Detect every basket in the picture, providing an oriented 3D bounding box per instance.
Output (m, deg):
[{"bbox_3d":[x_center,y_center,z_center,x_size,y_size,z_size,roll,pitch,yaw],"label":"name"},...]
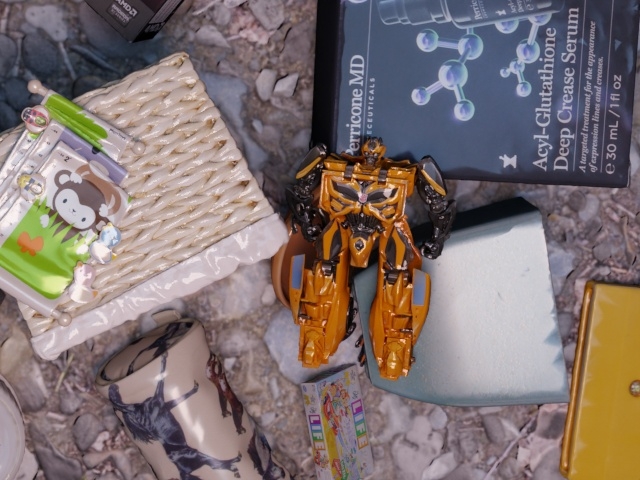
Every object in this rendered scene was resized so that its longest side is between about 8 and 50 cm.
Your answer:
[{"bbox_3d":[-0.245,-0.049,1.791,0.331,0.328,0.266,-25,96,-5],"label":"basket"}]

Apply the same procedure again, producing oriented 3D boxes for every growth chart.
[{"bbox_3d":[-0.295,-0.038,1.617,0.172,0.021,0.237,25,87,-6],"label":"growth chart"}]

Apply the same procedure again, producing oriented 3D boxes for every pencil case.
[{"bbox_3d":[-0.130,0.291,1.920,0.160,0.183,0.410,-30,99,23],"label":"pencil case"}]

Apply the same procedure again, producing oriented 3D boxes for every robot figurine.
[{"bbox_3d":[0.054,0.019,1.766,0.211,0.085,0.291,6,109,10],"label":"robot figurine"}]

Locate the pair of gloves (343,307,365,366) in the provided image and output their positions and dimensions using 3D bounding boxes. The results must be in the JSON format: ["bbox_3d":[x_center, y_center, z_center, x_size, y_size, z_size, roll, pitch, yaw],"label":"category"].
[{"bbox_3d":[0.048,0.130,2.006,0.083,0.010,0.074,26,85,-9],"label":"pair of gloves"}]

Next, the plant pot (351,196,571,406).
[{"bbox_3d":[0.174,0.090,1.917,0.252,0.247,0.248,-9,96,3],"label":"plant pot"}]

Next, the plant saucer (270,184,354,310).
[{"bbox_3d":[0.000,0.000,1.922,0.037,0.200,0.200,29,90,31],"label":"plant saucer"}]

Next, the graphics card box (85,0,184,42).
[{"bbox_3d":[-0.195,-0.459,1.809,0.233,0.094,0.371,43,108,1],"label":"graphics card box"}]

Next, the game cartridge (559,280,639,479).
[{"bbox_3d":[0.516,0.215,2.069,0.324,0.053,0.285,7,93,-11],"label":"game cartridge"}]

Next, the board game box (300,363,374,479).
[{"bbox_3d":[0.024,0.255,1.971,0.026,0.103,0.154,-6,97,34],"label":"board game box"}]

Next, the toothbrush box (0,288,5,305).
[{"bbox_3d":[-0.534,0.002,1.805,0.126,0.216,0.295,-35,98,-4],"label":"toothbrush box"}]

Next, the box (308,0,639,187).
[{"bbox_3d":[0.197,-0.227,1.901,0.395,0.212,0.293,2,95,-8],"label":"box"}]

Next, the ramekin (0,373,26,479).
[{"bbox_3d":[-0.477,0.253,1.863,0.207,0.109,0.207,-2,96,-24],"label":"ramekin"}]
